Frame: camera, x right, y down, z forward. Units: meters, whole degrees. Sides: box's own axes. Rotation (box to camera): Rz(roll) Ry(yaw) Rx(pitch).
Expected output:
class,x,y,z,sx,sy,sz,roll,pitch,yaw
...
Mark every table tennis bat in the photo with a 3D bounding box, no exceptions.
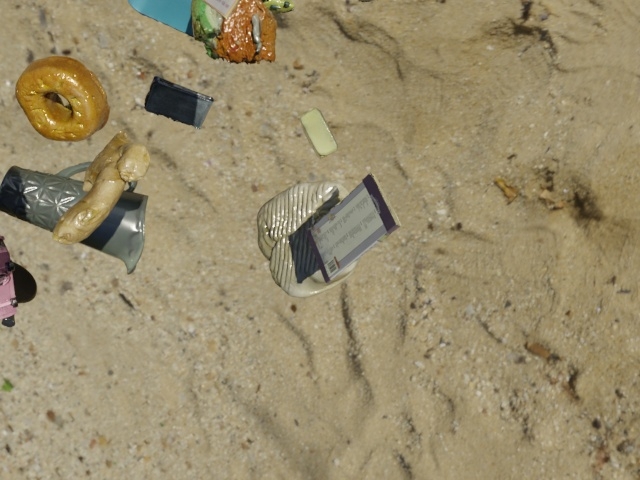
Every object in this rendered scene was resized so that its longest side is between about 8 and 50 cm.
class,x,y,z,sx,sy,sz,roll,pitch,yaw
table tennis bat,-0.837,0.137,1.560,0.027,0.150,0.236,-43,45,17

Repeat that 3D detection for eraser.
class,x,y,z,sx,sy,sz,roll,pitch,yaw
eraser,-0.006,-0.270,1.480,0.058,0.172,0.117,-27,97,2

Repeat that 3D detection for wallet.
class,x,y,z,sx,sy,sz,roll,pitch,yaw
wallet,-0.509,-0.491,2.066,0.222,0.036,0.167,16,145,-21

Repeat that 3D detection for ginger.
class,x,y,z,sx,sy,sz,roll,pitch,yaw
ginger,-0.341,-0.082,0.900,0.133,0.214,0.059,15,155,45

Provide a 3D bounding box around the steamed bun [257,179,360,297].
class,x,y,z,sx,sy,sz,roll,pitch,yaw
steamed bun,-0.003,-0.009,1.651,0.324,0.219,0.309,-31,70,26

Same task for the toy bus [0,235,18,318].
class,x,y,z,sx,sy,sz,roll,pitch,yaw
toy bus,-0.661,0.075,1.171,0.090,0.063,0.203,50,139,27

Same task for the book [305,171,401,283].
class,x,y,z,sx,sy,sz,roll,pitch,yaw
book,0.070,-0.027,1.336,0.231,0.026,0.157,-41,54,28

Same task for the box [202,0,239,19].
class,x,y,z,sx,sy,sz,roll,pitch,yaw
box,-0.086,-0.263,0.560,0.046,0.012,0.083,36,99,-4

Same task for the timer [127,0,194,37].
class,x,y,z,sx,sy,sz,roll,pitch,yaw
timer,-0.295,-0.574,1.271,0.091,0.232,0.250,-40,47,42

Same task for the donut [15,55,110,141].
class,x,y,z,sx,sy,sz,roll,pitch,yaw
donut,-0.656,-0.357,1.476,0.227,0.114,0.226,2,127,3

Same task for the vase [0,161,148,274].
class,x,y,z,sx,sy,sz,roll,pitch,yaw
vase,-0.522,-0.075,1.257,0.301,0.251,0.156,18,148,-18

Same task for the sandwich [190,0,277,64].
class,x,y,z,sx,sy,sz,roll,pitch,yaw
sandwich,-0.160,-0.441,1.116,0.160,0.109,0.184,6,77,0

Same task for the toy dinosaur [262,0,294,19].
class,x,y,z,sx,sy,sz,roll,pitch,yaw
toy dinosaur,-0.202,-0.680,1.633,0.259,0.153,0.094,10,101,-6
